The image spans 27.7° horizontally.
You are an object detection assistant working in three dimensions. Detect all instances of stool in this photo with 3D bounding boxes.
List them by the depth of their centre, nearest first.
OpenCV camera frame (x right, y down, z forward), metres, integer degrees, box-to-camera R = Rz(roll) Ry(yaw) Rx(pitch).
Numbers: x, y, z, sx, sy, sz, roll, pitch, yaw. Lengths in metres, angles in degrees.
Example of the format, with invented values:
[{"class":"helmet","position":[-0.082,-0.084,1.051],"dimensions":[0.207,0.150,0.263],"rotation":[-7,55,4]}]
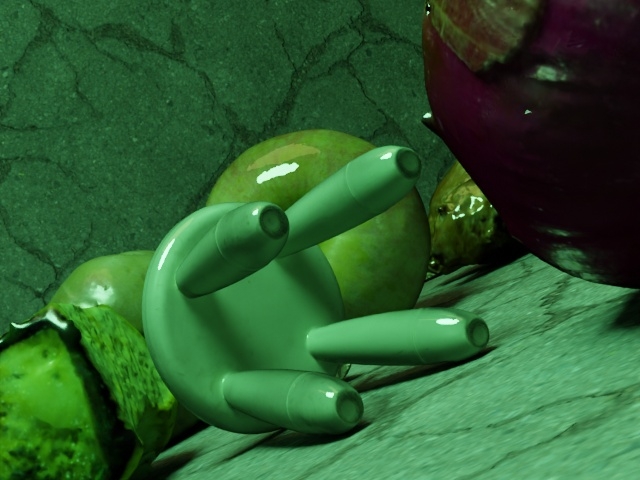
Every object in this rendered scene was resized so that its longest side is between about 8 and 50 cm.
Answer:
[{"class":"stool","position":[-0.011,0.044,1.019],"dimensions":[0.195,0.195,0.198],"rotation":[-25,3,-40]}]

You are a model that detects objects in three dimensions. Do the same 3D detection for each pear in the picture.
[{"class":"pear","position":[-0.246,0.174,1.110],"dimensions":[0.238,0.164,0.255],"rotation":[-35,-5,4]}]

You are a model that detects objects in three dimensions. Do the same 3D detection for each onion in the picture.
[{"class":"onion","position":[0.256,-0.107,0.807],"dimensions":[0.347,0.348,0.385],"rotation":[-25,39,-23]}]

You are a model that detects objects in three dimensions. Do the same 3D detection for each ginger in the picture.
[{"class":"ginger","position":[0.267,-0.058,1.673],"dimensions":[0.357,0.152,0.274],"rotation":[-25,20,42]}]

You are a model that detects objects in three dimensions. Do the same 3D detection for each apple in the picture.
[{"class":"apple","position":[0.000,0.000,1.461],"dimensions":[0.256,0.257,0.234],"rotation":[-24,-2,14]}]

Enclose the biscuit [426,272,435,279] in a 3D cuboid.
[{"class":"biscuit","position":[0.176,0.040,1.998],"dimensions":[0.230,0.025,0.131],"rotation":[-24,0,18]}]

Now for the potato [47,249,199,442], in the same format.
[{"class":"potato","position":[-0.199,0.118,1.434],"dimensions":[0.202,0.218,0.351],"rotation":[2,4,5]}]

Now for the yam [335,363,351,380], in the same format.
[{"class":"yam","position":[-0.038,0.129,1.293],"dimensions":[0.056,0.057,0.241],"rotation":[-25,0,-27]}]
